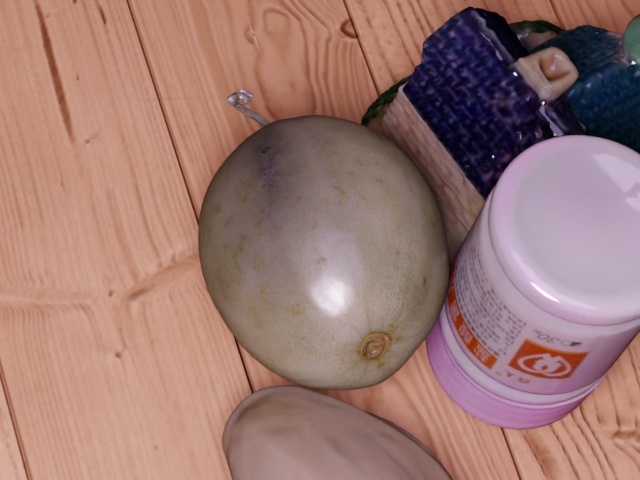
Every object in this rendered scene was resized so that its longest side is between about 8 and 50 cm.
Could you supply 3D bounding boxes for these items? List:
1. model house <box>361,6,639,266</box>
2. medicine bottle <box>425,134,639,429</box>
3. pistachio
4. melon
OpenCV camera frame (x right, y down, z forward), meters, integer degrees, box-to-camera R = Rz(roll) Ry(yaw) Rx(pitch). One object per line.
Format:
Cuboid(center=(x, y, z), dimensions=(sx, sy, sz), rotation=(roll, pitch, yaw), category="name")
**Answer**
Cuboid(center=(0.237, -0.153, 2.098), dimensions=(0.298, 0.284, 0.243), rotation=(-29, 78, -23), category="model house")
Cuboid(center=(0.233, 0.050, 1.971), dimensions=(0.202, 0.316, 0.202), rotation=(4, 63, -9), category="medicine bottle")
Cuboid(center=(0.028, 0.259, 1.907), dimensions=(0.197, 0.166, 0.288), rotation=(-40, 78, -9), category="pistachio")
Cuboid(center=(0.002, 0.011, 1.973), dimensions=(0.272, 0.272, 0.308), rotation=(16, 44, -4), category="melon")
